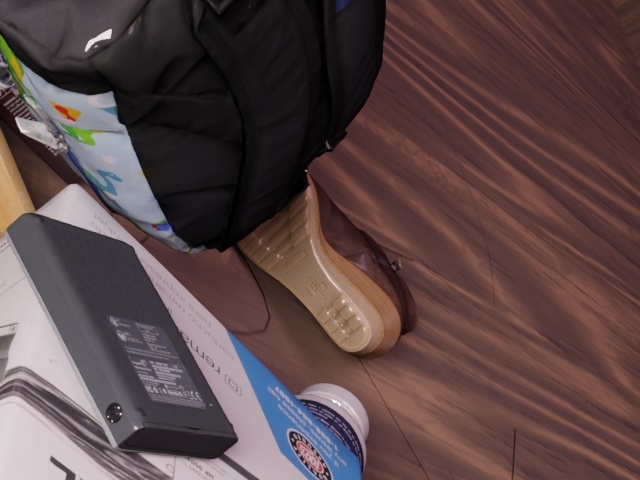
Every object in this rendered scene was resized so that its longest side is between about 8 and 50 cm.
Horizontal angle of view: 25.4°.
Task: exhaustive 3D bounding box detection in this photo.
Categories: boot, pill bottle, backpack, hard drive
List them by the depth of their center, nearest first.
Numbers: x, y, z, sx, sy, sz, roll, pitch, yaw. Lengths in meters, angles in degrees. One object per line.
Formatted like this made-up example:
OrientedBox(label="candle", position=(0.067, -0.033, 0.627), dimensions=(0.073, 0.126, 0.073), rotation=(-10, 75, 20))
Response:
OrientedBox(label="hard drive", position=(-0.102, 0.049, 0.734), dimensions=(0.135, 0.022, 0.094), rotation=(58, 17, 25))
OrientedBox(label="backpack", position=(-0.076, -0.143, 0.896), dimensions=(0.273, 0.290, 0.355), rotation=(28, -18, 28))
OrientedBox(label="pill bottle", position=(-0.019, 0.175, 1.088), dimensions=(0.094, 0.094, 0.169), rotation=(55, 27, -6))
OrientedBox(label="boot", position=(0.000, 0.000, 1.358), dimensions=(0.248, 0.090, 0.207), rotation=(58, 14, 5))

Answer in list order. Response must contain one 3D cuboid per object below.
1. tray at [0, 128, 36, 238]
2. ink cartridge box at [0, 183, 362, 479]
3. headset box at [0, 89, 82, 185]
OrientedBox(label="tray", position=(-0.349, -0.065, 0.809), dimensions=(0.411, 0.076, 0.203), rotation=(1, 60, -61))
OrientedBox(label="ink cartridge box", position=(-0.111, 0.189, 0.755), dimensions=(0.285, 0.166, 0.395), rotation=(46, 16, -22))
OrientedBox(label="headset box", position=(-0.237, -0.222, 1.129), dimensions=(0.293, 0.110, 0.218), rotation=(46, 28, -22))
